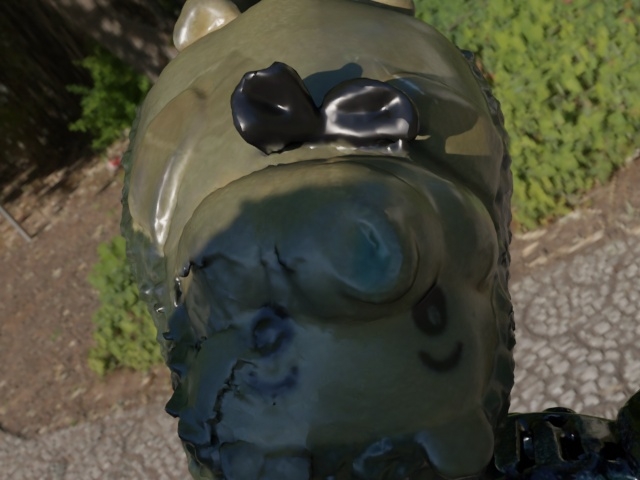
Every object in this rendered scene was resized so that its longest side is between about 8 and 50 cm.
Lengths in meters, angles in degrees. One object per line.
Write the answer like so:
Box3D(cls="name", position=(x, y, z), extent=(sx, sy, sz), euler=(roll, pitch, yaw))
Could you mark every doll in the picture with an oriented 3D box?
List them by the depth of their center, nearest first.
Box3D(cls="doll", position=(0.000, 0.000, 0.523), extent=(0.247, 0.247, 0.350), euler=(-27, 48, 28))

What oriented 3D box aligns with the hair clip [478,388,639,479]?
Box3D(cls="hair clip", position=(0.249, 0.147, 0.637), extent=(0.310, 0.206, 0.194), euler=(-46, 4, 20))
